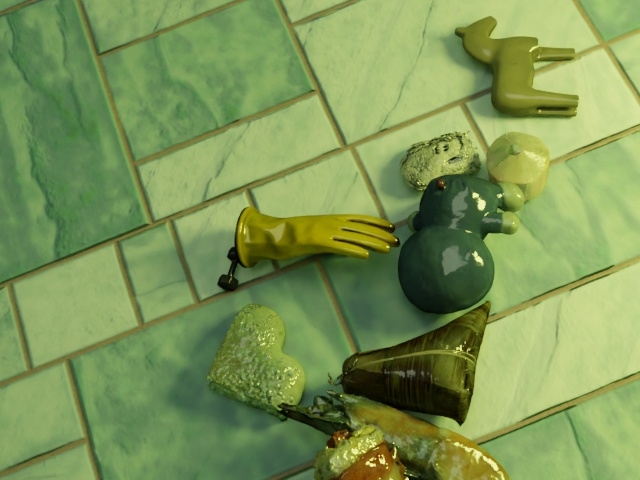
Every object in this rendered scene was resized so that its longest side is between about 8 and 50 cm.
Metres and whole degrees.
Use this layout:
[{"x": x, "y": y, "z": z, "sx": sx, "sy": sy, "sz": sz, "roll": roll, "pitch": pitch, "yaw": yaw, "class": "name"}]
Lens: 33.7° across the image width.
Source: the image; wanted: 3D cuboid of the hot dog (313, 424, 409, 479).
[{"x": 0.074, "y": 0.394, "z": 1.650, "sx": 0.146, "sy": 0.103, "sz": 0.213, "roll": -20, "pitch": 83, "yaw": -28, "class": "hot dog"}]

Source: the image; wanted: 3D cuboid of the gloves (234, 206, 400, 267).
[{"x": 0.000, "y": 0.001, "z": 1.937, "sx": 0.294, "sy": 0.116, "sz": 0.133, "roll": 3, "pitch": 36, "yaw": 17, "class": "gloves"}]

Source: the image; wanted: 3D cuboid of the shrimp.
[{"x": 0.107, "y": 0.400, "z": 1.734, "sx": 0.445, "sy": 0.085, "sz": 0.272, "roll": 29, "pitch": 68, "yaw": 10, "class": "shrimp"}]

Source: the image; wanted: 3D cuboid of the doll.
[{"x": 0.239, "y": 0.007, "z": 1.893, "sx": 0.228, "sy": 0.154, "sz": 0.259, "roll": 2, "pitch": 77, "yaw": 37, "class": "doll"}]

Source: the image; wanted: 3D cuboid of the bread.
[{"x": -0.126, "y": 0.220, "z": 1.898, "sx": 0.172, "sy": 0.064, "sz": 0.232, "roll": -20, "pitch": 61, "yaw": -3, "class": "bread"}]

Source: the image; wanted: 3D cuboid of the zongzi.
[{"x": 0.161, "y": 0.192, "z": 1.854, "sx": 0.247, "sy": 0.111, "sz": 0.241, "roll": 5, "pitch": 47, "yaw": 19, "class": "zongzi"}]

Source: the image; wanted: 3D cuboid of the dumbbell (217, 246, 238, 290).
[{"x": -0.166, "y": 0.053, "z": 2.002, "sx": 0.040, "sy": 0.036, "sz": 0.083, "roll": 10, "pitch": 66, "yaw": 16, "class": "dumbbell"}]

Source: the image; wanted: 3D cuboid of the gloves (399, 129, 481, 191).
[{"x": 0.224, "y": -0.156, "z": 2.020, "sx": 0.153, "sy": 0.070, "sz": 0.114, "roll": -21, "pitch": 62, "yaw": 1, "class": "gloves"}]

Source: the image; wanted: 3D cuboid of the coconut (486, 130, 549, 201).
[{"x": 0.364, "y": -0.140, "z": 1.959, "sx": 0.116, "sy": 0.122, "sz": 0.116, "roll": -4, "pitch": 64, "yaw": 8, "class": "coconut"}]

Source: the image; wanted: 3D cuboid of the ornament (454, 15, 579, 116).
[{"x": 0.385, "y": -0.350, "z": 2.095, "sx": 0.244, "sy": 0.061, "sz": 0.230, "roll": 3, "pitch": 63, "yaw": 8, "class": "ornament"}]
